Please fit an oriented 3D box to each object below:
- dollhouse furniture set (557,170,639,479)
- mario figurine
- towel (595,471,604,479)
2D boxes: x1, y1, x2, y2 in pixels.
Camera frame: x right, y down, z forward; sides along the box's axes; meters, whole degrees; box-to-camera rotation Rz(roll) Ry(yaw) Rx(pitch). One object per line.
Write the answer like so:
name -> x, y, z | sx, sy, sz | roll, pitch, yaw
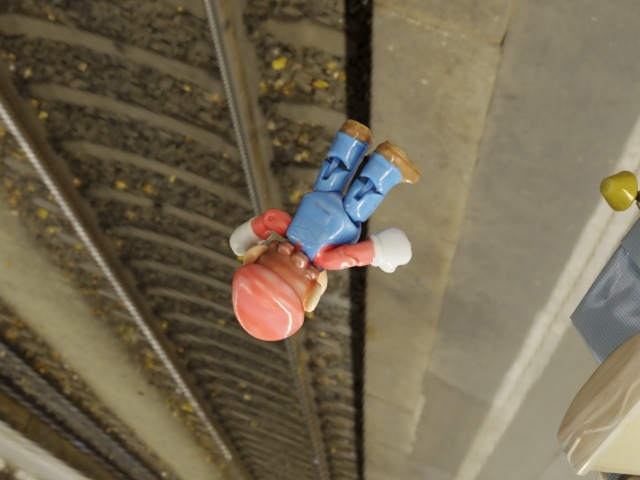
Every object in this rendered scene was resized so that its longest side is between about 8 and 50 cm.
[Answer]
dollhouse furniture set -> 0.279, 0.108, 1.021 | 0.198, 0.303, 0.286 | 12, 125, -26
mario figurine -> 0.000, 0.000, 1.410 | 0.170, 0.321, 0.198 | 36, -179, -28
towel -> 0.499, 0.337, 1.505 | 0.038, 0.325, 0.248 | 15, 171, -26
